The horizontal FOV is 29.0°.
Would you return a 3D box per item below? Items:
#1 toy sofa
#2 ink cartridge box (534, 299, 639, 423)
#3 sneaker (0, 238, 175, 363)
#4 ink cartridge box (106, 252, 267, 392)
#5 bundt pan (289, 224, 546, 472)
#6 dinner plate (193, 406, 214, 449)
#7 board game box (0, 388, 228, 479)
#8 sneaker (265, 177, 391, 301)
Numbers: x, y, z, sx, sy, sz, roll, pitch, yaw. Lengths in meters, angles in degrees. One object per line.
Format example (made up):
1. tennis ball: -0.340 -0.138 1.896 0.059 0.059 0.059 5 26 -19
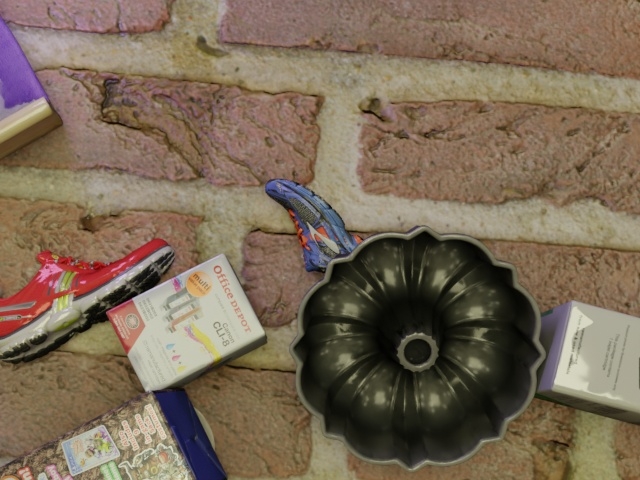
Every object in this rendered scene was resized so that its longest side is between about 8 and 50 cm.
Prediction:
1. toy sofa: -0.508 -0.286 1.675 0.150 0.177 0.362 -30 84 -5
2. ink cartridge box: 0.432 0.180 1.630 0.289 0.211 0.121 15 81 -1
3. sneaker: -0.334 0.056 1.675 0.279 0.107 0.118 -28 75 -8
4. ink cartridge box: -0.174 0.116 1.657 0.176 0.127 0.128 -27 83 -6
5. bundt pan: 0.123 0.130 1.635 0.331 0.124 0.331 0 102 -1
6. dinner plate: -0.215 0.285 1.690 0.141 0.017 0.141 0 83 -3
7. board game box: -0.288 0.315 1.561 0.291 0.232 0.141 -27 83 0
8. sneaker: 0.000 0.000 1.704 0.087 0.083 0.221 -45 84 -4
